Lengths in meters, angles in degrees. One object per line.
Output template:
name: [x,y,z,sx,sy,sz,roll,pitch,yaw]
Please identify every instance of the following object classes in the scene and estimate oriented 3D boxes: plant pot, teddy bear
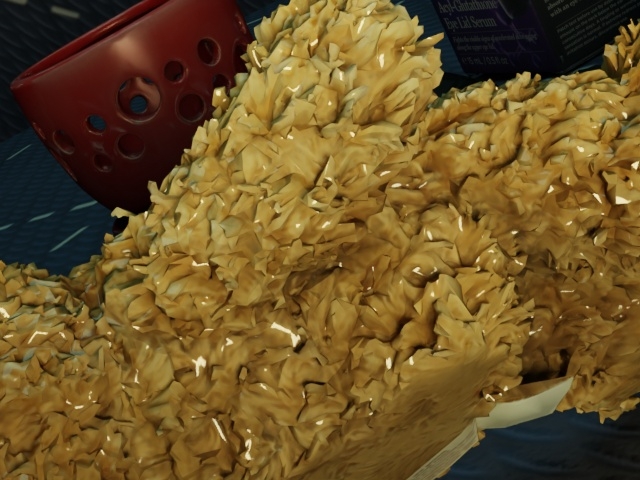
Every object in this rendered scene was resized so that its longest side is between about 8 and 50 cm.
plant pot: [-0.126,-0.098,1.192,0.191,0.174,0.191,-25,15,7]
teddy bear: [-0.004,0.027,0.469,0.338,0.113,0.245,-31,-30,-4]

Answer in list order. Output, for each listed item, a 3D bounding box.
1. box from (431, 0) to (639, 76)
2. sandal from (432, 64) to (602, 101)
box: [0.143,-0.238,1.121,0.108,0.207,0.153,-32,15,-17]
sandal: [0.000,0.001,0.768,0.445,0.107,0.167,-33,16,-21]
